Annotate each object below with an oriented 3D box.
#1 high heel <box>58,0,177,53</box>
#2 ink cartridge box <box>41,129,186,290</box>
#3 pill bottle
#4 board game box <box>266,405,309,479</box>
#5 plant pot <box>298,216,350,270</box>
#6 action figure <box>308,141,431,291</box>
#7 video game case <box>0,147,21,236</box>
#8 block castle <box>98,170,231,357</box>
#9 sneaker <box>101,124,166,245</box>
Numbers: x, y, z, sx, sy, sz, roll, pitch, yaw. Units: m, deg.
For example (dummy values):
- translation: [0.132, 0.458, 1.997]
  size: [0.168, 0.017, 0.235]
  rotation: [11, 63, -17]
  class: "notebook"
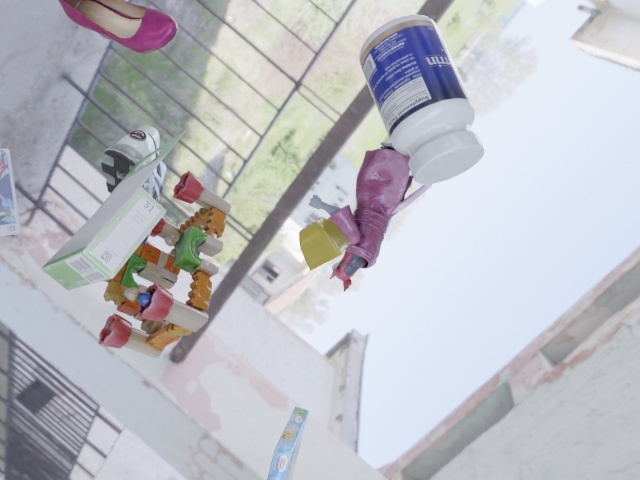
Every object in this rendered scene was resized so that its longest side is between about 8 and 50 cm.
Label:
- translation: [-0.559, -0.609, 1.406]
  size: [0.181, 0.377, 0.127]
  rotation: [31, 76, -57]
  class: "high heel"
- translation: [-0.277, -0.042, 0.744]
  size: [0.171, 0.056, 0.235]
  rotation: [-14, -143, 46]
  class: "ink cartridge box"
- translation: [0.178, -0.243, 0.913]
  size: [0.153, 0.265, 0.153]
  rotation: [-17, 164, -5]
  class: "pill bottle"
- translation: [-0.073, 0.454, 1.059]
  size: [0.211, 0.039, 0.160]
  rotation: [-16, 120, -82]
  class: "board game box"
- translation: [0.000, 0.000, 1.094]
  size: [0.081, 0.083, 0.081]
  rotation: [-29, -172, 24]
  class: "plant pot"
- translation: [0.131, -0.036, 1.278]
  size: [0.248, 0.275, 0.370]
  rotation: [50, 53, -49]
  class: "action figure"
- translation: [-0.782, -0.099, 1.155]
  size: [0.183, 0.023, 0.201]
  rotation: [-13, 110, -41]
  class: "video game case"
- translation: [-0.430, 0.057, 1.394]
  size: [0.303, 0.213, 0.453]
  rotation: [-32, -140, 37]
  class: "block castle"
- translation: [-0.403, -0.116, 1.166]
  size: [0.330, 0.122, 0.146]
  rotation: [-58, -174, 48]
  class: "sneaker"
